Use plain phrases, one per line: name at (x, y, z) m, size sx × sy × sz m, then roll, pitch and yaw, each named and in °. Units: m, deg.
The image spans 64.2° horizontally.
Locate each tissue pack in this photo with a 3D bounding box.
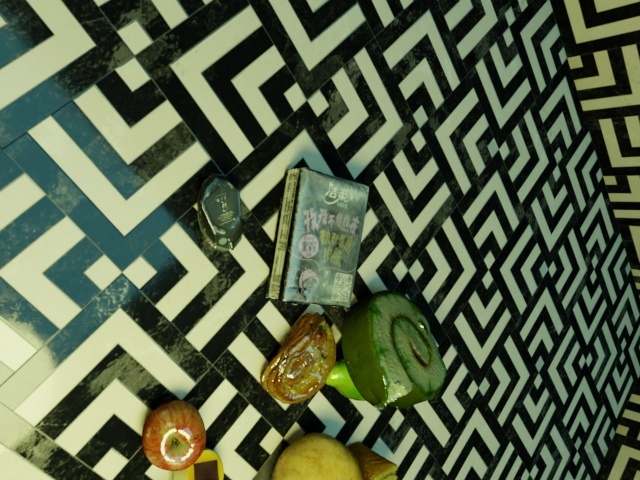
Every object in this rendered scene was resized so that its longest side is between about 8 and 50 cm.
tissue pack at (0.000, 0.000, 1.395) m, size 0.259 × 0.122 × 0.362 m, roll 10°, pitch 86°, yaw -41°

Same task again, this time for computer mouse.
computer mouse at (-0.245, -0.068, 1.225) m, size 0.105 × 0.062 × 0.193 m, roll -22°, pitch 114°, yaw -36°

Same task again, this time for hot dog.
hot dog at (-0.044, 0.319, 1.389) m, size 0.175 × 0.114 × 0.259 m, roll 49°, pitch 66°, yaw -30°

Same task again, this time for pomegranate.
pomegranate at (-0.010, 0.654, 1.373) m, size 0.260 × 0.260 × 0.261 m, roll -4°, pitch 97°, yaw -38°

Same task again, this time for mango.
mango at (0.095, 0.409, 1.503) m, size 0.232 × 0.111 × 0.125 m, roll 18°, pitch 119°, yaw -32°

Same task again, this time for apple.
apple at (-0.333, 0.439, 1.161) m, size 0.146 × 0.131 × 0.147 m, roll -2°, pitch 94°, yaw -24°

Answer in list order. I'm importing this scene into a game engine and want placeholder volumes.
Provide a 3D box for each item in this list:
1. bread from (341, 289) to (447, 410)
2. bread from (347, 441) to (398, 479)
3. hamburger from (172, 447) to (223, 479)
bread at (0.222, 0.331, 1.493) m, size 0.366 × 0.129 × 0.382 m, roll 50°, pitch 34°, yaw -13°
bread at (0.133, 0.695, 1.529) m, size 0.131 × 0.172 × 0.103 m, roll -18°, pitch 108°, yaw -37°
hamburger at (-0.296, 0.569, 1.224) m, size 0.126 × 0.081 × 0.141 m, roll -10°, pitch 79°, yaw -53°
